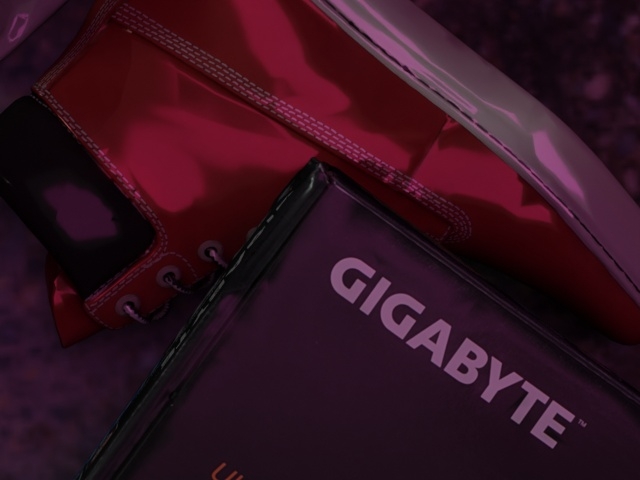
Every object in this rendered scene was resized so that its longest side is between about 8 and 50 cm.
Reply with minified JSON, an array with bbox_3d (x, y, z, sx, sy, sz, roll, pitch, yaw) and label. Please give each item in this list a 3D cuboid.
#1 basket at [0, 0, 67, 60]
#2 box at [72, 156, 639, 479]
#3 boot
[{"bbox_3d":[-0.106,-0.151,0.681,0.103,0.113,0.167,44,76,-1],"label":"basket"},{"bbox_3d":[0.029,0.173,0.650,0.295,0.073,0.293,37,94,-7],"label":"box"},{"bbox_3d":[0.000,0.000,0.704,0.244,0.088,0.176,38,85,-5],"label":"boot"}]
